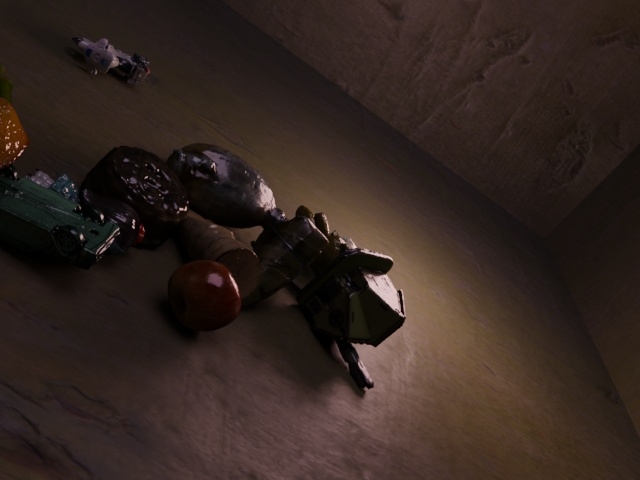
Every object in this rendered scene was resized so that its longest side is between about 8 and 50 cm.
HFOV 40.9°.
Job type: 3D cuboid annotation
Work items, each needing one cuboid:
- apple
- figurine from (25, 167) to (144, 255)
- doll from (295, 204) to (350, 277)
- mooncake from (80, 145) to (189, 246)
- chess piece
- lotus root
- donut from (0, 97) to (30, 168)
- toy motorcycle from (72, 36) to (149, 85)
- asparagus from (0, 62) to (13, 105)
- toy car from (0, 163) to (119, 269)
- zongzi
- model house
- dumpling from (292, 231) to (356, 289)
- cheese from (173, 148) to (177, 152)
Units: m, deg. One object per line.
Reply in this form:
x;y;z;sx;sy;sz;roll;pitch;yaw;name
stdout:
-0.232;0.110;1.708;0.130;0.146;0.146;-15;54;-32;apple
-0.466;-0.060;1.697;0.245;0.110;0.138;30;20;-5;figurine
0.000;0.000;2.124;0.097;0.137;0.209;5;39;-40;doll
-0.393;-0.100;1.860;0.228;0.124;0.228;35;23;-18;mooncake
-0.249;0.006;1.914;0.137;0.137;0.301;20;16;-41;chess piece
-0.233;-0.124;2.106;0.349;0.175;0.175;31;24;-34;lotus root
-0.641;-0.170;1.497;0.253;0.253;0.118;-90;171;-61;donut
-0.564;-0.490;2.343;0.221;0.102;0.150;18;19;-43;toy motorcycle
-0.690;-0.298;1.839;0.067;0.060;0.278;4;38;-26;asparagus
-0.533;-0.049;1.562;0.320;0.097;0.141;27;25;-3;toy car
-0.135;0.068;2.017;0.125;0.274;0.251;46;-18;-9;zongzi
0.114;0.193;2.028;0.204;0.218;0.279;12;40;-49;model house
-0.016;0.054;2.217;0.179;0.131;0.252;24;43;9;dumpling
-0.268;-0.165;2.246;0.270;0.069;0.177;22;29;-38;cheese
